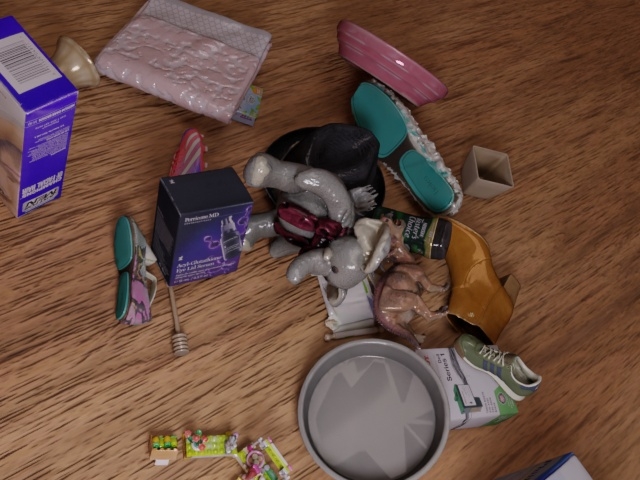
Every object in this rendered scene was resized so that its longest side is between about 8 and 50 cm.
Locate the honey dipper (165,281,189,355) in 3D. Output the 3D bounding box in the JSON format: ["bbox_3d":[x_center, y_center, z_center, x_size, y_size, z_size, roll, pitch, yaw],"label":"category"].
[{"bbox_3d":[-0.282,0.146,1.379,0.031,0.030,0.160,0,60,-26],"label":"honey dipper"}]

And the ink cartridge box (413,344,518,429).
[{"bbox_3d":[0.288,0.315,1.509,0.220,0.092,0.160,1,61,-26],"label":"ink cartridge box"}]

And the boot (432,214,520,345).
[{"bbox_3d":[0.335,0.095,1.657,0.295,0.104,0.211,42,52,-2],"label":"boot"}]

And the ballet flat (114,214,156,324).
[{"bbox_3d":[-0.357,0.060,1.376,0.079,0.077,0.221,13,60,-40],"label":"ballet flat"}]

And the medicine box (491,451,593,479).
[{"bbox_3d":[0.411,0.567,1.293,0.149,0.289,0.263,-24,74,-34],"label":"medicine box"}]

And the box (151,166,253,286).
[{"bbox_3d":[-0.235,-0.027,1.382,0.153,0.207,0.108,-13,53,-29],"label":"box"}]

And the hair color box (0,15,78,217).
[{"bbox_3d":[-0.549,-0.208,1.268,0.185,0.339,0.110,48,55,7],"label":"hair color box"}]

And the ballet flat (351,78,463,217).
[{"bbox_3d":[0.222,-0.226,1.802,0.147,0.147,0.408,-26,78,-35],"label":"ballet flat"}]

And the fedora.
[{"bbox_3d":[0.033,-0.172,1.642,0.334,0.152,0.333,12,58,-19],"label":"fedora"}]

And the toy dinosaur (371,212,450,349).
[{"bbox_3d":[0.160,0.108,1.523,0.200,0.127,0.295,23,51,-14],"label":"toy dinosaur"}]

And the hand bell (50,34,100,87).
[{"bbox_3d":[-0.595,-0.309,1.474,0.126,0.126,0.242,43,65,3],"label":"hand bell"}]

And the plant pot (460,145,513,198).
[{"bbox_3d":[0.429,-0.169,1.865,0.109,0.096,0.109,11,57,-19],"label":"plant pot"}]

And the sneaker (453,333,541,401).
[{"bbox_3d":[0.377,0.251,1.476,0.192,0.086,0.064,40,51,2],"label":"sneaker"}]

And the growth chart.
[{"bbox_3d":[0.065,0.108,1.572,0.172,0.021,0.237,1,61,-26],"label":"growth chart"}]

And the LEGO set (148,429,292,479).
[{"bbox_3d":[-0.155,0.387,1.245,0.287,0.107,0.132,34,53,-3],"label":"LEGO set"}]

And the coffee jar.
[{"bbox_3d":[0.208,-0.016,1.635,0.185,0.079,0.096,11,60,13],"label":"coffee jar"}]

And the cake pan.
[{"bbox_3d":[0.102,0.337,1.375,0.293,0.054,0.293,0,63,0],"label":"cake pan"}]

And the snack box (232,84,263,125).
[{"bbox_3d":[-0.216,-0.342,1.697,0.141,0.037,0.100,17,56,-14],"label":"snack box"}]

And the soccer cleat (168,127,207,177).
[{"bbox_3d":[-0.293,-0.139,1.516,0.095,0.083,0.247,2,63,-19],"label":"soccer cleat"}]

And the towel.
[{"bbox_3d":[-0.311,-0.442,1.672,0.332,0.053,0.316,21,54,0],"label":"towel"}]

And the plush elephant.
[{"bbox_3d":[0.000,0.000,1.428,0.330,0.271,0.255,-2,54,-25],"label":"plush elephant"}]

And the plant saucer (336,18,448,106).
[{"bbox_3d":[0.172,-0.445,1.826,0.332,0.084,0.332,32,10,-6],"label":"plant saucer"}]
